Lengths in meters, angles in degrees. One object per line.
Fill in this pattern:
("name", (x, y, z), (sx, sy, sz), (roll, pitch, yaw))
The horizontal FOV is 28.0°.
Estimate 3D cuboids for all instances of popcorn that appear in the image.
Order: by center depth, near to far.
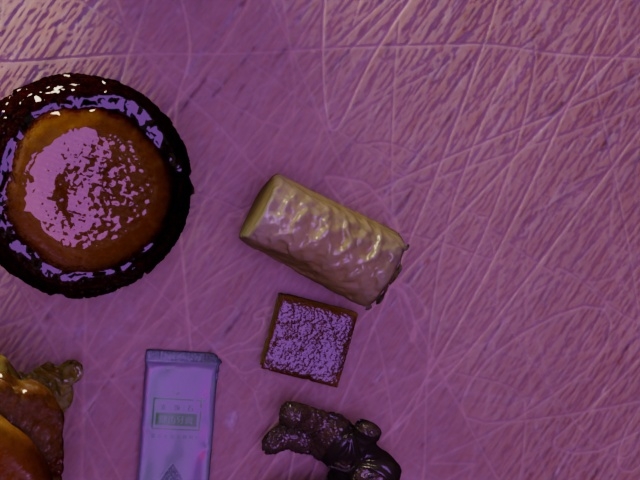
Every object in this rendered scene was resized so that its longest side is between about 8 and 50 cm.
("popcorn", (-0.296, 0.160, 1.417), (0.083, 0.059, 0.068), (-43, 139, 2))

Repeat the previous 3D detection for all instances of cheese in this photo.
("cheese", (0.000, 0.000, 1.423), (0.167, 0.123, 0.094), (26, 94, -12))

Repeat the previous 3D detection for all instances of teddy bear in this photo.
("teddy bear", (0.020, 0.234, 1.467), (0.160, 0.078, 0.119), (30, 129, 0))

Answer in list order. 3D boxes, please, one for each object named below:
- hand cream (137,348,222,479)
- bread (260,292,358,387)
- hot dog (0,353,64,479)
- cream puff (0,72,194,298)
("hand cream", (-0.164, 0.263, 1.458), (0.079, 0.050, 0.275), (5, 88, -37))
("bread", (-0.013, 0.113, 1.472), (0.094, 0.035, 0.090), (15, 91, -10))
("hot dog", (-0.375, 0.265, 1.309), (0.223, 0.185, 0.405), (-6, 127, -37))
("cream puff", (-0.255, -0.060, 1.354), (0.239, 0.165, 0.239), (-2, 97, -15))
